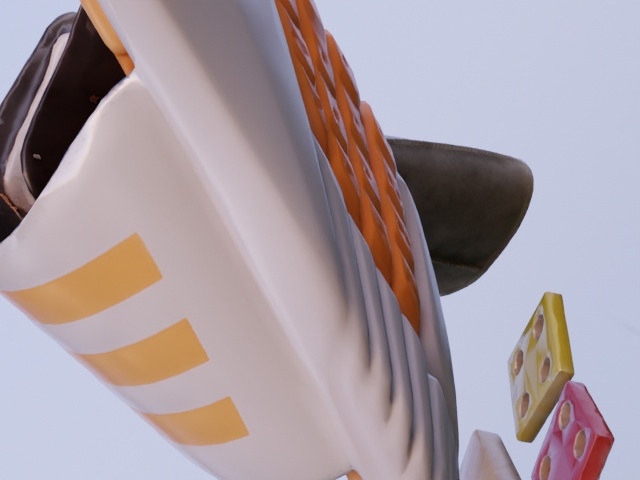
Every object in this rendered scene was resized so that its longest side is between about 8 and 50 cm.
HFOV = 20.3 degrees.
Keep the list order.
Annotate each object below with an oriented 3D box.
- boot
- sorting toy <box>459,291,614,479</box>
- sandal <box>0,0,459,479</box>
[{"bbox_3d":[0.000,0.002,0.997,0.189,0.076,0.208,-42,-27,23],"label":"boot"},{"bbox_3d":[0.084,0.163,0.766,0.132,0.046,0.274,-112,36,-68],"label":"sorting toy"},{"bbox_3d":[-0.046,-0.037,0.358,0.102,0.076,0.265,-87,-28,-59],"label":"sandal"}]
